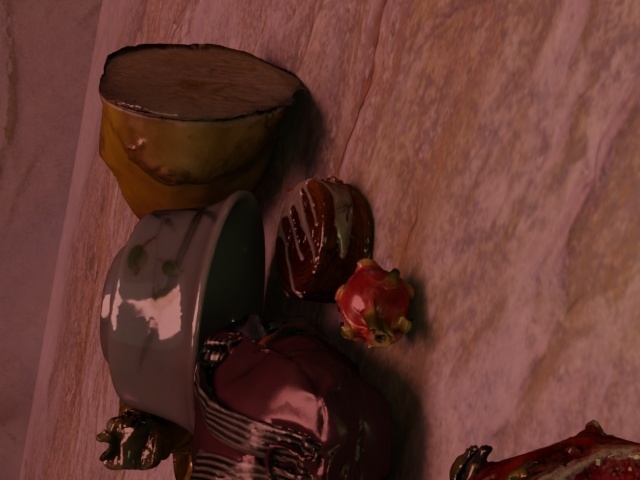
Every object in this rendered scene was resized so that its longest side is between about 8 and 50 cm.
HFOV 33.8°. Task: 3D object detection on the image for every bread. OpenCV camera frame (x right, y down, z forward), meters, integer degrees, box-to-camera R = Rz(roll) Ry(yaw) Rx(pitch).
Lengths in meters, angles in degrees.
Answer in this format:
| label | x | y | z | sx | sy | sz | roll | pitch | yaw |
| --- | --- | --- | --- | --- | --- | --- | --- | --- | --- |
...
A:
| label | x | y | z | sx | sy | sz | roll | pitch | yaw |
| --- | --- | --- | --- | --- | --- | --- | --- | --- | --- |
| bread | 0.000 | 0.000 | 1.299 | 0.160 | 0.073 | 0.161 | -175 | 90 | -68 |

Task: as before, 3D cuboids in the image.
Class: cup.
| label | x | y | z | sx | sy | sz | roll | pitch | yaw |
| --- | --- | --- | --- | --- | --- | --- | --- | --- | --- |
| cup | -0.191 | 0.096 | 1.413 | 0.347 | 0.163 | 0.347 | 7 | -90 | -81 |

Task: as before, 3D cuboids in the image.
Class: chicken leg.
| label | x | y | z | sx | sy | sz | roll | pitch | yaw |
| --- | --- | --- | --- | --- | --- | --- | --- | --- | --- |
| chicken leg | -0.252 | 0.279 | 1.599 | 0.429 | 0.201 | 0.153 | 28 | -137 | -89 |

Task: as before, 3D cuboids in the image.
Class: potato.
| label | x | y | z | sx | sy | sz | roll | pitch | yaw |
| --- | --- | --- | --- | --- | --- | --- | --- | --- | --- |
| potato | -0.181 | -0.111 | 1.540 | 0.397 | 0.289 | 0.296 | -117 | 29 | -60 |

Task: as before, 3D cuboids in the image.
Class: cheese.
| label | x | y | z | sx | sy | sz | roll | pitch | yaw |
| --- | --- | --- | --- | --- | --- | --- | --- | --- | --- |
| cheese | -0.234 | 0.355 | 1.815 | 0.162 | 0.036 | 0.086 | -117 | 40 | -51 |

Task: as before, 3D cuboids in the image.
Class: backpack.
| label | x | y | z | sx | sy | sz | roll | pitch | yaw |
| --- | --- | --- | --- | --- | --- | --- | --- | --- | --- |
| backpack | -0.039 | 0.233 | 1.173 | 0.317 | 0.197 | 0.283 | -171 | 88 | -67 |

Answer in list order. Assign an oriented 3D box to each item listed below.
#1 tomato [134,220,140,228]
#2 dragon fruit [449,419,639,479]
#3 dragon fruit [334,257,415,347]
| label | x | y | z | sx | sy | sz | roll | pitch | yaw |
| --- | --- | --- | --- | --- | --- | --- | --- | --- | --- |
| tomato | -0.320 | 0.023 | 2.055 | 0.155 | 0.069 | 0.156 | -177 | 90 | -65 |
| dragon fruit | 0.195 | 0.221 | 0.647 | 0.282 | 0.211 | 0.147 | 51 | 144 | 23 |
| dragon fruit | 0.057 | 0.074 | 1.119 | 0.116 | 0.086 | 0.081 | -69 | -14 | -59 |
